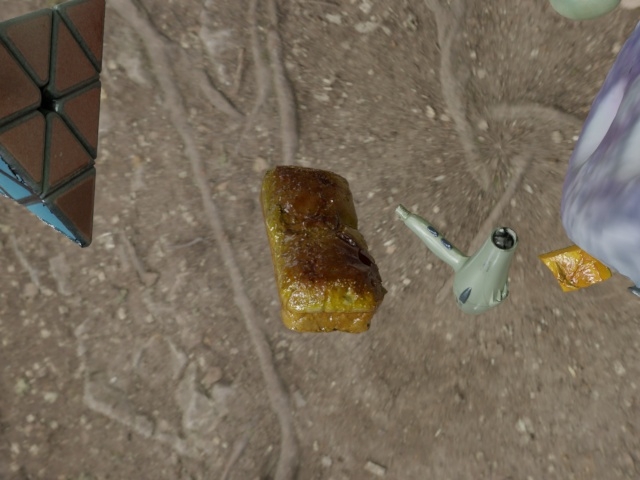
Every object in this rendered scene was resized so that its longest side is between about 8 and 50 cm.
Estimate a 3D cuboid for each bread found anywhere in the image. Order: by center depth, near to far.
[{"bbox_3d":[0.000,0.002,1.023,0.139,0.271,0.077,2,130,-13],"label":"bread"}]

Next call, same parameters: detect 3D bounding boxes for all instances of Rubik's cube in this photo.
[{"bbox_3d":[-0.359,-0.152,0.900,0.229,0.228,0.233,-59,42,32],"label":"Rubik's cube"}]

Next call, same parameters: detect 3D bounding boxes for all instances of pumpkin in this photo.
[{"bbox_3d":[0.401,0.045,1.275,0.101,0.035,0.073,-25,99,45],"label":"pumpkin"}]

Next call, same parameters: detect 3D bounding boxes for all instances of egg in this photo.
[{"bbox_3d":[0.542,-0.507,1.629,0.152,0.114,0.114,-2,96,34],"label":"egg"}]

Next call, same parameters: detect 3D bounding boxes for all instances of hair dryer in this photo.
[{"bbox_3d":[0.298,0.014,1.646,0.119,0.296,0.298,-40,91,-22],"label":"hair dryer"}]

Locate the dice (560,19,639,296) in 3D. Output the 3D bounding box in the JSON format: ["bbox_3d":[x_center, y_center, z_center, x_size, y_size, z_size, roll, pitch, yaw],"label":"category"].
[{"bbox_3d":[0.326,-0.057,0.476,0.270,0.270,0.271,27,101,1],"label":"dice"}]
